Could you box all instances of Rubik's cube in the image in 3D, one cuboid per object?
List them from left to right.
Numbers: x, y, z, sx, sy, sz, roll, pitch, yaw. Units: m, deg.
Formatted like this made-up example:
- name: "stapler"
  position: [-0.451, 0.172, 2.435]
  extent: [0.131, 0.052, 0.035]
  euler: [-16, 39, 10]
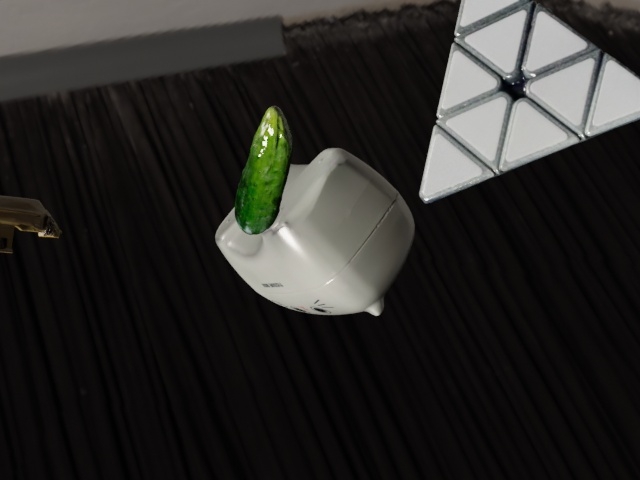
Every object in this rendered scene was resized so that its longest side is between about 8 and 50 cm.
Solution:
- name: "Rubik's cube"
  position: [0.262, -0.174, 1.179]
  extent: [0.229, 0.233, 0.228]
  euler: [12, 132, -6]

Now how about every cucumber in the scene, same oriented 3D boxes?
- name: "cucumber"
  position: [-0.047, -0.042, 0.742]
  extent: [0.039, 0.039, 0.168]
  euler: [-12, 152, -20]

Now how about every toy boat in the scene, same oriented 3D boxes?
- name: "toy boat"
  position: [-0.417, -0.019, 1.169]
  extent: [0.057, 0.077, 0.201]
  euler: [4, 179, 43]

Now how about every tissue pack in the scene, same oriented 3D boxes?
- name: "tissue pack"
  position: [0.000, 0.000, 1.546]
  extent: [0.229, 0.236, 0.333]
  euler: [-53, -161, -19]
